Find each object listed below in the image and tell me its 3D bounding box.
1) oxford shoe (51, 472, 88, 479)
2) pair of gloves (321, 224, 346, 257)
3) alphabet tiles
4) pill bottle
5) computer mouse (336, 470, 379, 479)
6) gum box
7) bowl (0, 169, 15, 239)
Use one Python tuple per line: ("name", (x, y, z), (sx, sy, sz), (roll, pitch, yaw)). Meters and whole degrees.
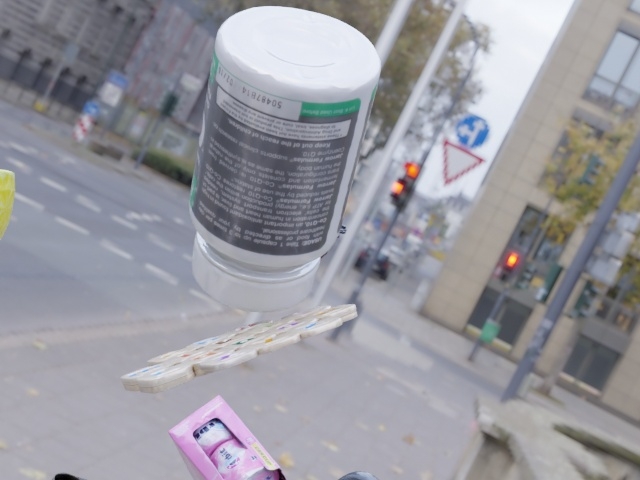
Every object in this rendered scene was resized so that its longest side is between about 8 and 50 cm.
("oxford shoe", (-0.256, 0.272, 1.139), (0.227, 0.096, 0.083), (-10, 3, 31))
("pair of gloves", (0.000, 0.000, 1.827), (0.074, 0.083, 0.010), (14, -37, 50))
("alphabet tiles", (-0.099, 0.132, 1.436), (0.284, 0.021, 0.278), (-19, 4, -26))
("pill bottle", (-0.058, -0.095, 1.487), (0.204, 0.361, 0.204), (9, 36, -7))
("computer mouse", (0.013, 0.327, 1.058), (0.071, 0.242, 0.041), (3, -29, 31))
("gum box", (-0.073, 0.244, 1.124), (0.107, 0.062, 0.188), (41, -21, 39))
("bowl", (-0.520, 0.006, 1.447), (0.290, 0.156, 0.289), (-7, -1, 0))
